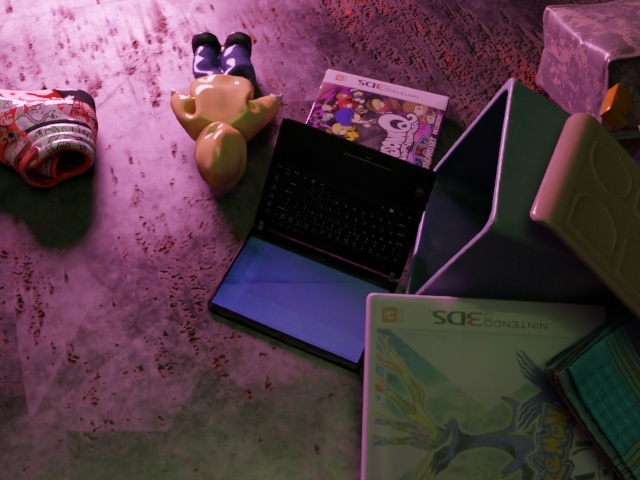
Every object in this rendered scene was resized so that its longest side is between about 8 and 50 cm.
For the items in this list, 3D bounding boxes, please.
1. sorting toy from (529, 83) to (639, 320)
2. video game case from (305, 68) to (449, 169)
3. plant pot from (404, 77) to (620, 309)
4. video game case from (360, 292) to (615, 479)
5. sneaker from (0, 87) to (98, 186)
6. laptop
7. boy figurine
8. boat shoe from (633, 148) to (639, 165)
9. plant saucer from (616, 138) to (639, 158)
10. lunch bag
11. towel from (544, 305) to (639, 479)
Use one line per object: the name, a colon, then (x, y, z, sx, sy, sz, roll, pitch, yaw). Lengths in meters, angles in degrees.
sorting toy: (0.375, -0.051, 1.008, 0.229, 0.041, 0.307, 40, 50, -10)
video game case: (0.078, -0.159, 1.293, 0.210, 0.042, 0.232, 15, 57, 8)
plant pot: (0.291, -0.014, 1.096, 0.252, 0.247, 0.247, 21, 56, -9)
video game case: (0.200, 0.232, 0.981, 0.300, 0.036, 0.329, 3, 75, -1)
sneaker: (-0.470, -0.149, 1.224, 0.270, 0.090, 0.145, -7, 54, -11)
laptop: (0.000, 0.000, 1.123, 0.234, 0.264, 0.136, 21, 21, 10)
boy figurine: (-0.145, -0.205, 1.281, 0.177, 0.092, 0.285, -3, 57, -6)
boat shoe: (0.504, -0.014, 1.164, 0.109, 0.089, 0.258, -4, 89, -7)
plant saucer: (0.459, -0.097, 1.272, 0.188, 0.045, 0.188, -2, 56, -5)
lunch bag: (0.523, -0.279, 1.295, 0.287, 0.169, 0.235, -9, 36, -8)
towel: (0.468, 0.234, 0.978, 0.271, 0.040, 0.370, -32, 85, -21)
